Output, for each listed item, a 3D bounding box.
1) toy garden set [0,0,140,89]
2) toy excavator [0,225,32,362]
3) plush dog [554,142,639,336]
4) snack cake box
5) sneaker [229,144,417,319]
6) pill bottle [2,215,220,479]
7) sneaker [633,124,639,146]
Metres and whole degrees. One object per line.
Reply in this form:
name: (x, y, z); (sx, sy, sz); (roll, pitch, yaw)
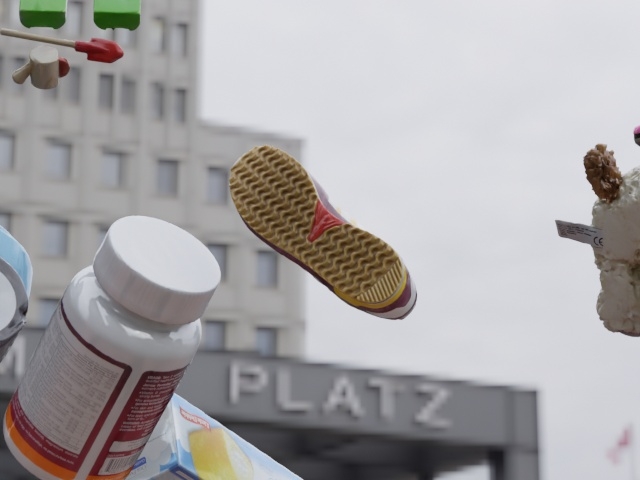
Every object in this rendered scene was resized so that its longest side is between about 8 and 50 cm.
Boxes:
toy garden set: (-0.288, -0.195, 1.758); (0.244, 0.204, 0.049); (1, -47, -5)
toy excavator: (-0.471, -0.072, 1.810); (0.433, 0.445, 0.222); (18, -39, -17)
plush dog: (0.414, -0.039, 2.162); (0.225, 0.211, 0.262); (-23, -13, -41)
snack cake box: (-0.120, 0.263, 1.857); (0.152, 0.089, 0.264); (-30, -43, 21)
sneaker: (0.000, 0.000, 1.521); (0.069, 0.185, 0.084); (-44, -26, -4)
pill bottle: (-0.173, 0.095, 1.605); (0.121, 0.121, 0.221); (11, -58, -32)
sneaker: (0.444, -0.082, 2.320); (0.170, 0.075, 0.063); (29, -14, -23)
